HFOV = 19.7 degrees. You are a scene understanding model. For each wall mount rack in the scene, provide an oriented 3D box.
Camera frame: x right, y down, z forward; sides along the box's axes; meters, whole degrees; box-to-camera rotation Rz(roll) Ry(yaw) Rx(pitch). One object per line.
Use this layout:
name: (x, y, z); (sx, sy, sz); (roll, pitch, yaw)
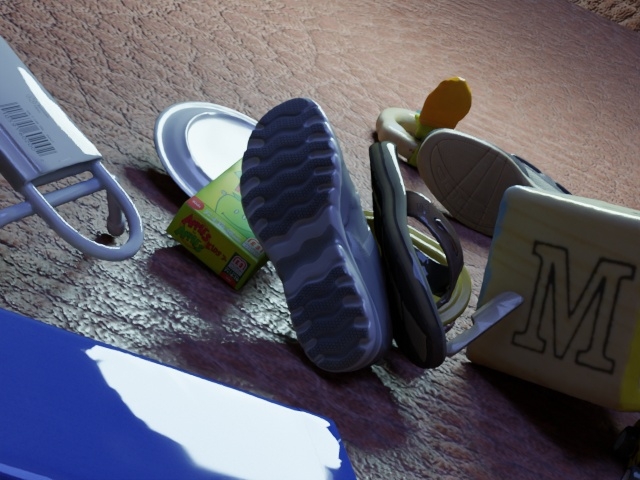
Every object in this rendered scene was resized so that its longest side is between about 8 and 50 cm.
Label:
wall mount rack: (-0.281, -0.095, 1.591); (0.350, 0.130, 0.304); (50, 26, 8)

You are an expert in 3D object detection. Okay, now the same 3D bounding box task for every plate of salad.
plate of salad: (-0.091, -0.071, 1.951); (0.200, 0.048, 0.200); (25, 34, -18)

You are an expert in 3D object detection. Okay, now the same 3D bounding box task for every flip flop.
flip flop: (0.098, 0.005, 1.813); (0.080, 0.112, 0.277); (-3, 42, -5)

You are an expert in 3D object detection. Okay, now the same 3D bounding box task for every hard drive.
hard drive: (-0.115, 0.142, 1.240); (0.319, 0.040, 0.210); (21, 21, -23)

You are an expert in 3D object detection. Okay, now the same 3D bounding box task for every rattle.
rattle: (0.154, -0.180, 2.451); (0.130, 0.142, 0.200); (16, 22, 16)

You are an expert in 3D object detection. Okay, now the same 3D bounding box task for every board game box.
board game box: (-0.069, -0.028, 1.833); (0.092, 0.043, 0.181); (39, 33, 5)

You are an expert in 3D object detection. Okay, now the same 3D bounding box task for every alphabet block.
alphabet block: (0.298, 0.061, 1.900); (0.197, 0.193, 0.192); (17, 8, 42)

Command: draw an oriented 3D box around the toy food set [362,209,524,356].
toy food set: (0.081, 0.059, 1.882); (0.218, 0.071, 0.128); (32, 51, 21)

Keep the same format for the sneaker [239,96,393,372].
sneaker: (0.000, 0.000, 1.773); (0.115, 0.105, 0.281); (26, 48, -64)

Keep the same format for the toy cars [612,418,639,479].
toy cars: (0.428, 0.231, 1.912); (0.394, 0.087, 0.176); (7, 31, -48)

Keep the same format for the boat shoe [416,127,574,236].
boat shoe: (0.235, -0.058, 2.328); (0.285, 0.103, 0.092); (27, 15, -20)
